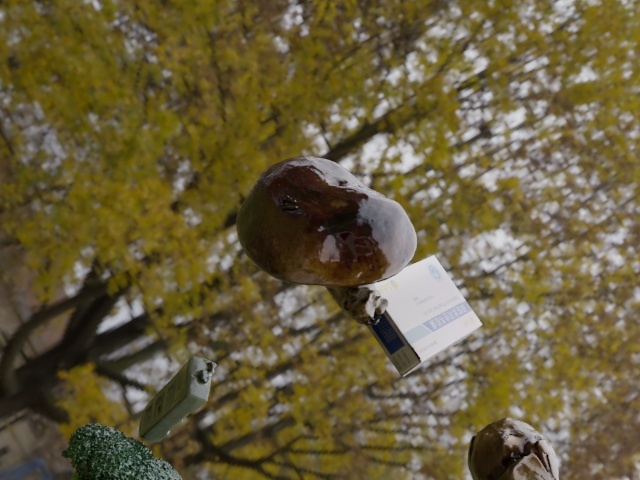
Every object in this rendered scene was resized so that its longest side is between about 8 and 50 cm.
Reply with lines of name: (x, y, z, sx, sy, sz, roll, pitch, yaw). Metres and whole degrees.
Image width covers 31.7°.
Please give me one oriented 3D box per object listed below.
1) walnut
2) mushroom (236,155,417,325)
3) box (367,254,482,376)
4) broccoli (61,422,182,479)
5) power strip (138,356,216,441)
walnut: (0.279, 0.329, 1.644, 0.137, 0.137, 0.245, 45, -2, 31)
mushroom: (0.000, 0.000, 2.153, 0.345, 0.345, 0.260, 40, -49, 40)
box: (0.214, 0.156, 2.454, 0.065, 0.343, 0.200, -39, -101, 29)
broccoli: (-0.386, 0.488, 2.081, 0.308, 0.275, 0.308, -16, 90, -79)
power strip: (-0.272, 0.302, 2.091, 0.048, 0.080, 0.286, 21, -37, -19)
